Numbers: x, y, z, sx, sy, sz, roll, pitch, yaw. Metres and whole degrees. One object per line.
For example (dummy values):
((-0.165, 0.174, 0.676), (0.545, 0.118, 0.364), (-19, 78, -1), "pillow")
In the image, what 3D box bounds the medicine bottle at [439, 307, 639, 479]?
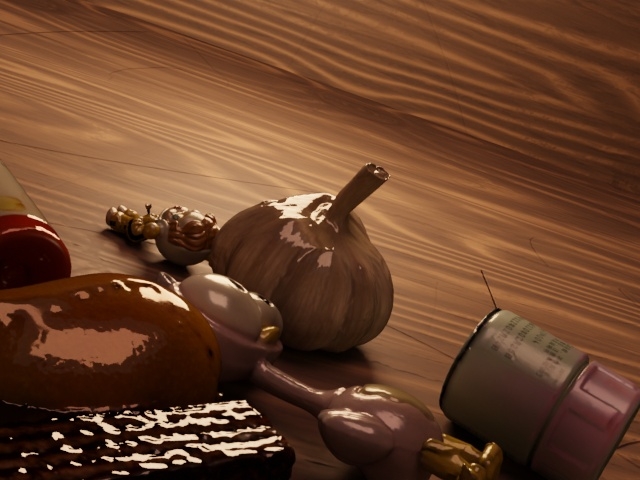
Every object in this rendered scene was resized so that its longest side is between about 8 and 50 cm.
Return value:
((0.222, 0.163, 0.921), (0.168, 0.135, 0.135), (30, 21, 24), "medicine bottle")

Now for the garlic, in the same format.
((0.000, 0.000, 1.009), (0.219, 0.212, 0.218), (25, 19, -9), "garlic")

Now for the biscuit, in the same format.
((-0.137, 0.166, 0.569), (0.252, 0.106, 0.070), (4, 24, -41), "biscuit")

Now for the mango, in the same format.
((-0.184, 0.097, 0.665), (0.236, 0.136, 0.166), (9, 24, -25), "mango")

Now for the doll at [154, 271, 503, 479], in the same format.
((-0.016, 0.127, 0.814), (0.365, 0.094, 0.160), (32, 7, 21), "doll")

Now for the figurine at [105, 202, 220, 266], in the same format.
((-0.186, -0.011, 1.071), (0.143, 0.068, 0.101), (8, 16, -1), "figurine")

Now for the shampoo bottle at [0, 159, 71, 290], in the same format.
((-0.340, -0.030, 0.884), (0.104, 0.104, 0.278), (4, 26, -41), "shampoo bottle")
